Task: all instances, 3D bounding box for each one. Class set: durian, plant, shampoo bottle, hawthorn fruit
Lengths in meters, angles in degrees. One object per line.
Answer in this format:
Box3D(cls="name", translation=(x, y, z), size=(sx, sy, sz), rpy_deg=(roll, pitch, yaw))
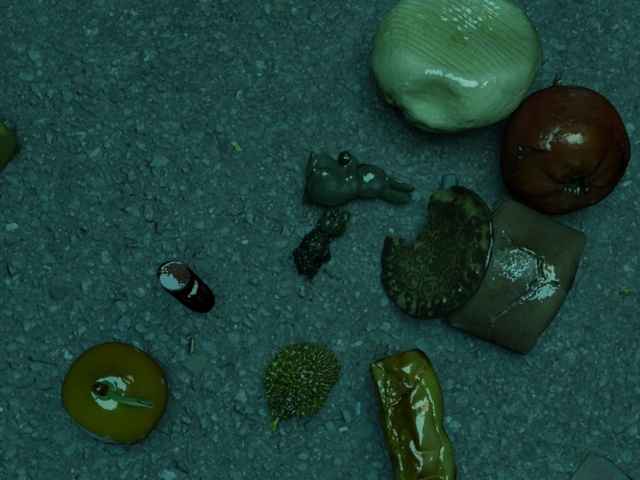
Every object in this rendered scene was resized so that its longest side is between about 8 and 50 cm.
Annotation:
Box3D(cls="durian", translation=(-0.054, 0.302, 1.734), size=(0.146, 0.102, 0.208), rpy_deg=(33, 84, 0))
Box3D(cls="plant", translation=(0.000, 0.000, 1.810), size=(0.085, 0.087, 0.174), rpy_deg=(36, 84, -24))
Box3D(cls="shampoo bottle", translation=(-0.273, 0.092, 1.691), size=(0.102, 0.260, 0.064), rpy_deg=(35, 81, 7))
Box3D(cls="hawthorn fruit", translation=(0.511, -0.221, 1.776), size=(0.276, 0.276, 0.307), rpy_deg=(5, 60, 1))

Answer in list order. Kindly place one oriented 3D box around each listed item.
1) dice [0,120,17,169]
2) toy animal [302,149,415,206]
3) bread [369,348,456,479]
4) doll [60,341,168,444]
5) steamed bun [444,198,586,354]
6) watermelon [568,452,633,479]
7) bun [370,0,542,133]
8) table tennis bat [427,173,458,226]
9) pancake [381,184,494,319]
Box3D(cls="dice", translation=(-0.772, -0.221, 1.798), size=(0.169, 0.166, 0.169), rpy_deg=(40, 80, 7))
Box3D(cls="toy animal", translation=(0.077, -0.127, 1.835), size=(0.236, 0.138, 0.108), rpy_deg=(8, 34, -21))
Box3D(cls="bread", translation=(0.186, 0.369, 1.686), size=(0.132, 0.167, 0.294), rpy_deg=(-13, 78, -3))
Box3D(cls="doll", translation=(-0.409, 0.297, 1.659), size=(0.214, 0.236, 0.213), rpy_deg=(1, 74, -4))
Box3D(cls="steamed bun", translation=(0.404, 0.072, 1.733), size=(0.252, 0.199, 0.301), rpy_deg=(29, 80, 5))
Box3D(cls="watermelon", translation=(0.594, 0.644, 1.651), size=(0.292, 0.319, 0.222), rpy_deg=(-48, 117, -3))
Box3D(cls="bun", translation=(0.288, -0.370, 1.804), size=(0.352, 0.227, 0.349), rpy_deg=(-38, 65, -23))
Box3D(cls="table tennis bat", translation=(0.271, -0.041, 1.800), size=(0.038, 0.149, 0.237), rpy_deg=(25, 57, -25))
Box3D(cls="pancake", translation=(0.237, 0.023, 1.735), size=(0.033, 0.286, 0.288), rpy_deg=(15, 91, -40))
